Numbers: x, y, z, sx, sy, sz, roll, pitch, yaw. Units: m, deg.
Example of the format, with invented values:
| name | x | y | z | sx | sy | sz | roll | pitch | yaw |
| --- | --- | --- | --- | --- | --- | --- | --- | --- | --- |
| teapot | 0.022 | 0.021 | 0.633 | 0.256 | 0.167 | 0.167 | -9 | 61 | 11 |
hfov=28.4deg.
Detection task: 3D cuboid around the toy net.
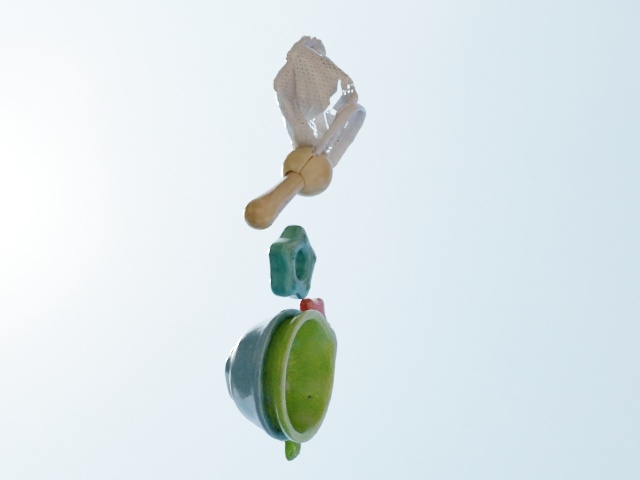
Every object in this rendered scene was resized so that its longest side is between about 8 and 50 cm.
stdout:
| name | x | y | z | sx | sy | sz | roll | pitch | yaw |
| --- | --- | --- | --- | --- | --- | --- | --- | --- | --- |
| toy net | 0.000 | 0.000 | 0.696 | 0.045 | 0.122 | 0.232 | 2 | -109 | 25 |
